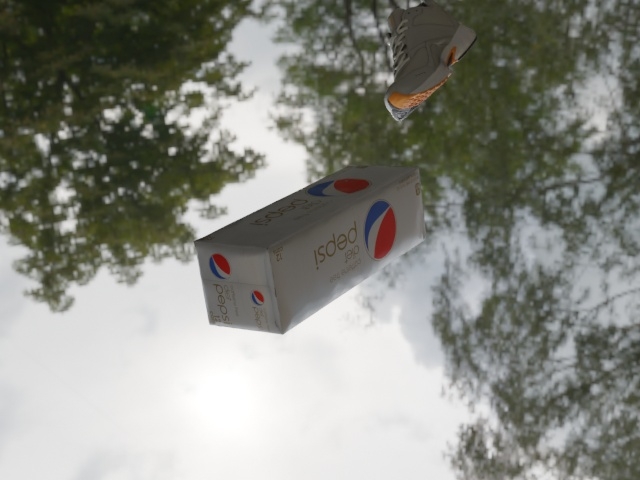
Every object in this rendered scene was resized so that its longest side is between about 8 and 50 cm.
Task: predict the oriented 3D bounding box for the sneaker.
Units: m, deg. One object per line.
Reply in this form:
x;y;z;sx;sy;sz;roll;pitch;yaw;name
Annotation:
0.130;-0.270;1.446;0.121;0.099;0.262;44;-141;-7;sneaker

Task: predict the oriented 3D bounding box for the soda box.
0.000;0.000;0.795;0.074;0.069;0.216;4;-158;35;soda box
